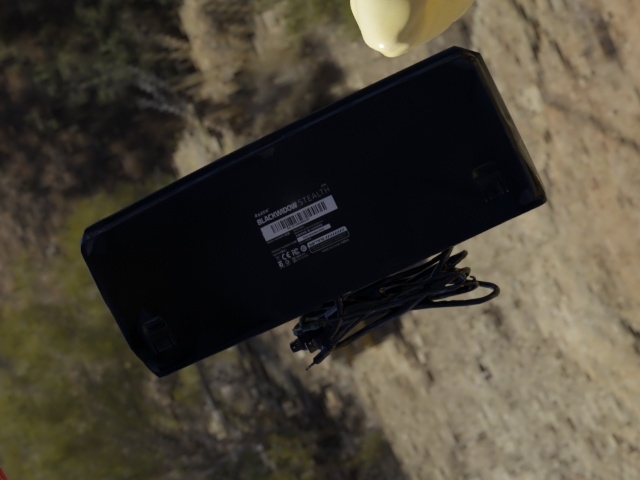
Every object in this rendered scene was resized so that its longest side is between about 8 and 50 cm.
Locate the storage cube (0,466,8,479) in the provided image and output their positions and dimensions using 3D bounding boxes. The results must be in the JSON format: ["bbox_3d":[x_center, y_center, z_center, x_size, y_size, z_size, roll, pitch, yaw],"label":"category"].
[{"bbox_3d":[-0.262,0.126,0.670,0.193,0.183,0.215,58,153,3],"label":"storage cube"}]

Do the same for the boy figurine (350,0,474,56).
[{"bbox_3d":[0.108,-0.252,0.971,0.285,0.177,0.092,-68,22,6],"label":"boy figurine"}]

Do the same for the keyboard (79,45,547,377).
[{"bbox_3d":[0.000,0.000,0.617,0.100,0.192,0.038,65,-165,-3],"label":"keyboard"}]
